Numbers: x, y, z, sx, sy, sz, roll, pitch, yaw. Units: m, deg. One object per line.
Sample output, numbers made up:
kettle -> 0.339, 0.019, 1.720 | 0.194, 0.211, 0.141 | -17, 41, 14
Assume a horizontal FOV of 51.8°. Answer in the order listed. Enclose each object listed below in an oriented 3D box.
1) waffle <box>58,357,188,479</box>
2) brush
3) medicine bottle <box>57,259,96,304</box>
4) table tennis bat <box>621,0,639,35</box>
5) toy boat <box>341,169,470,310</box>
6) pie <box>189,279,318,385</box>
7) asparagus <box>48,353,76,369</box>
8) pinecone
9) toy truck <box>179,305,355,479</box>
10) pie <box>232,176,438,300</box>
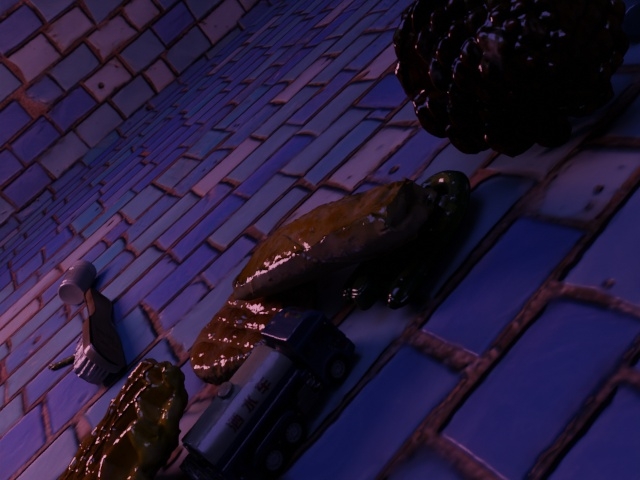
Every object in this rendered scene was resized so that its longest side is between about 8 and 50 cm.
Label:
waffle -> -0.227, 0.250, 0.678 | 0.301, 0.058, 0.282 | -43, 22, 37
brush -> -0.385, 0.157, 1.117 | 0.065, 0.070, 0.327 | -51, 25, -1
medicine bottle -> -0.513, 0.088, 1.393 | 0.058, 0.058, 0.091 | -31, 27, 16
table tennis bat -> 0.384, -0.342, 0.944 | 0.215, 0.044, 0.329 | -31, 24, 13
toy boat -> 0.103, -0.001, 0.741 | 0.104, 0.052, 0.210 | -1, 45, 55
pie -> -0.081, 0.101, 0.826 | 0.195, 0.046, 0.195 | -32, 25, 17
asparagus -> -0.446, 0.211, 1.159 | 0.114, 0.014, 0.015 | -23, -4, 27
pinecone -> 0.203, -0.220, 0.771 | 0.246, 0.246, 0.292 | -37, 13, 3
toy truck -> -0.056, 0.156, 0.653 | 0.202, 0.088, 0.074 | -51, 27, -23
pie -> 0.000, 0.000, 0.758 | 0.282, 0.068, 0.129 | -25, 21, 41
